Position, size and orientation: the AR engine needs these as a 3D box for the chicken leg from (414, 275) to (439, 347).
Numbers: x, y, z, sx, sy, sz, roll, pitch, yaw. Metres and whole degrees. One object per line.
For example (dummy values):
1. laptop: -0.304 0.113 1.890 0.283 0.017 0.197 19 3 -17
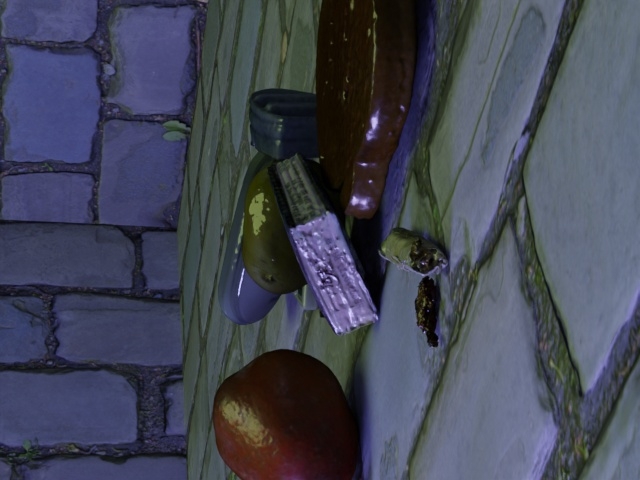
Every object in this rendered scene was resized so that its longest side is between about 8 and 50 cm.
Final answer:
1. chicken leg: 0.115 0.079 1.610 0.036 0.021 0.083 136 136 -61

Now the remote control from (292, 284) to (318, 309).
1. remote control: -0.029 0.049 2.356 0.190 0.029 0.087 -132 46 -75

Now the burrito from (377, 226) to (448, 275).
1. burrito: 0.101 0.013 1.657 0.185 0.041 0.045 -138 69 -79

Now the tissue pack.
1. tissue pack: 0.000 0.000 1.947 0.235 0.073 0.173 -113 -1 -67

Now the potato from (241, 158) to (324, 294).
1. potato: -0.047 -0.022 2.177 0.154 0.137 0.200 -98 14 -52

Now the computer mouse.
1. computer mouse: -0.084 -0.010 2.469 0.197 0.095 0.331 -49 -25 -60

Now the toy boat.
1. toy boat: -0.044 -0.182 2.240 0.283 0.127 0.078 -131 38 -72

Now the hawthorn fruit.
1. hawthorn fruit: -0.030 0.266 1.948 0.251 0.199 0.199 52 142 44

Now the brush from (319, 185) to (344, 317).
1. brush: 0.019 0.014 2.107 0.027 0.034 0.190 178 95 -70

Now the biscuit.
1. biscuit: 0.059 -0.200 1.853 0.394 0.070 0.350 144 125 -77
